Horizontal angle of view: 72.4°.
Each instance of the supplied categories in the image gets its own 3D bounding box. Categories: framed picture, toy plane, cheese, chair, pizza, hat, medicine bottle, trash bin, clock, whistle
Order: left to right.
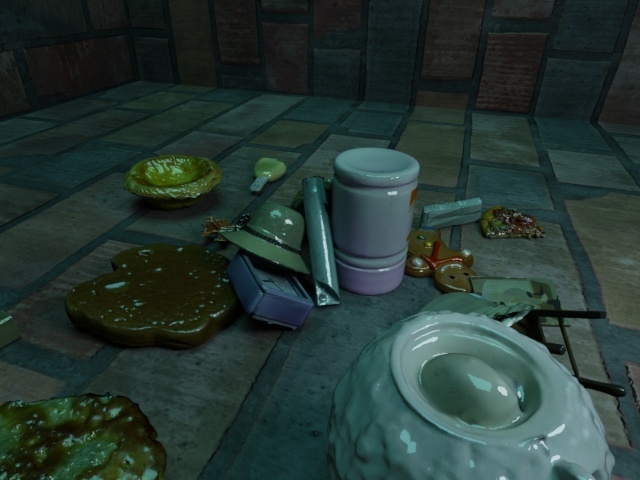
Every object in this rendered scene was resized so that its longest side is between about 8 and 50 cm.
[{"bbox_3d":[-0.677,0.198,0.896,0.042,0.061,0.092,17,37,24],"label":"trash bin"},{"bbox_3d":[-0.258,-0.028,1.292,0.188,0.062,0.135,7,29,-18],"label":"toy plane"},{"bbox_3d":[-0.208,-0.241,1.646,0.127,0.050,0.255,7,33,7],"label":"cheese"},{"bbox_3d":[-0.115,0.106,0.988,0.144,0.073,0.193,23,15,-36],"label":"clock"},{"bbox_3d":[-0.105,-0.022,1.088,0.257,0.130,0.257,24,1,0],"label":"hat"},{"bbox_3d":[0.000,0.000,1.055,0.062,0.313,0.062,-7,-10,-1],"label":"whistle"},{"bbox_3d":[0.124,-0.049,1.078,0.202,0.316,0.202,2,31,-1],"label":"medicine bottle"},{"bbox_3d":[0.347,0.206,0.815,0.160,0.186,0.319,-23,8,-27],"label":"chair"},{"bbox_3d":[0.600,-0.060,1.360,0.193,0.053,0.201,11,32,17],"label":"pizza"},{"bbox_3d":[0.466,0.141,1.034,0.200,0.010,0.136,2,47,1],"label":"framed picture"}]

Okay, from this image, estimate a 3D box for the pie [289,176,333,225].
[{"bbox_3d":[0.046,-0.102,1.237,0.273,0.274,0.055,-7,61,-13],"label":"pie"}]

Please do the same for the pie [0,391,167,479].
[{"bbox_3d":[-0.399,0.350,0.610,0.354,0.103,0.288,-2,31,-13],"label":"pie"}]

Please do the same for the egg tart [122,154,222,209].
[{"bbox_3d":[-0.486,-0.185,1.470,0.318,0.128,0.319,1,34,-1],"label":"egg tart"}]

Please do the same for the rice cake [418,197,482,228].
[{"bbox_3d":[0.408,-0.082,1.364,0.226,0.085,0.040,-10,40,-18],"label":"rice cake"}]

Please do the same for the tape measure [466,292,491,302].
[{"bbox_3d":[0.336,0.165,0.974,0.091,0.054,0.094,-1,49,9],"label":"tape measure"}]

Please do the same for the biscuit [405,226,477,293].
[{"bbox_3d":[0.316,0.045,1.191,0.205,0.050,0.324,-6,34,-13],"label":"biscuit"}]

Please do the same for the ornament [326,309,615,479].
[{"bbox_3d":[0.172,0.270,0.562,0.336,0.338,0.337,1,31,0],"label":"ornament"}]

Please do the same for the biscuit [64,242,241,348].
[{"bbox_3d":[-0.376,0.120,1.018,0.380,0.074,0.359,-8,32,-13],"label":"biscuit"}]
